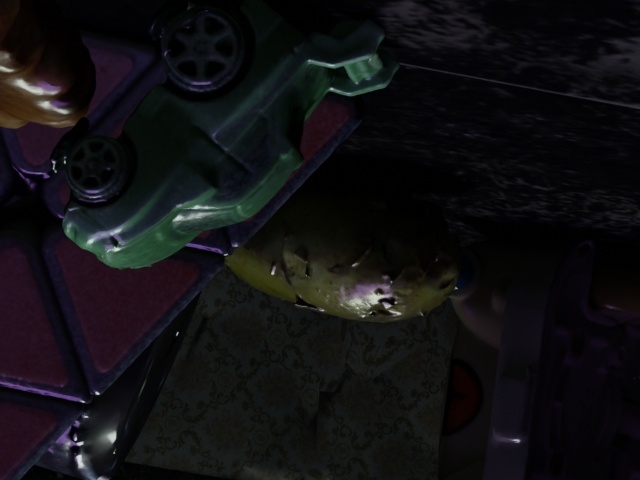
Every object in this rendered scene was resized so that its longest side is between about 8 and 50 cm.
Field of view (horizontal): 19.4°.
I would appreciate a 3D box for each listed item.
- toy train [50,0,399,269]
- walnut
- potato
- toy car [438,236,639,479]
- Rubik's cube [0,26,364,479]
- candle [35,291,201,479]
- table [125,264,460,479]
[{"bbox_3d":[-0.044,-0.046,0.804,0.081,0.149,0.099,37,178,12],"label":"toy train"},{"bbox_3d":[-0.162,-0.095,0.775,0.143,0.069,0.170,11,171,7],"label":"walnut"},{"bbox_3d":[0.000,0.000,1.224,0.117,0.090,0.225,9,-176,-40],"label":"potato"},{"bbox_3d":[0.183,0.133,1.414,0.226,0.242,0.336,4,173,43],"label":"toy car"},{"bbox_3d":[-0.154,-0.030,0.987,0.233,0.228,0.229,-26,153,-34],"label":"Rubik's cube"},{"bbox_3d":[-0.263,0.026,1.326,0.342,0.221,0.221,18,174,6],"label":"candle"},{"bbox_3d":[-0.086,0.095,1.625,0.335,0.222,0.272,16,171,-31],"label":"table"}]
